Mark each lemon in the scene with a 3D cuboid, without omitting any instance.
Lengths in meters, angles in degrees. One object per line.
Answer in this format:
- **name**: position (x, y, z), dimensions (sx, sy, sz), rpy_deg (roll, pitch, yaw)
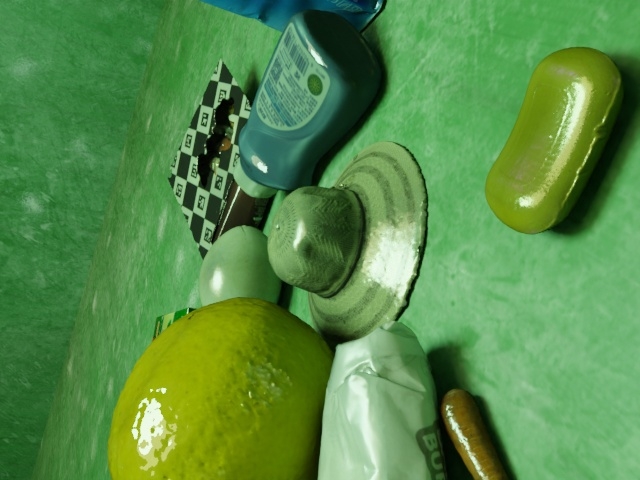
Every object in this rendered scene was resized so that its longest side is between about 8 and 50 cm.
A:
- **lemon**: position (-0.088, 0.182, 0.697), dimensions (0.236, 0.236, 0.263), rpy_deg (-40, 40, 52)

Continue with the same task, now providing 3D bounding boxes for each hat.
- **hat**: position (0.000, 0.000, 0.755), dimensions (0.252, 0.110, 0.252), rpy_deg (-39, 44, 52)

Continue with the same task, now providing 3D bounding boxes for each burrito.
- **burrito**: position (0.052, 0.285, 0.520), dimensions (0.139, 0.101, 0.445), rpy_deg (-42, 43, 49)

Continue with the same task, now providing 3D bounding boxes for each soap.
- **soap**: position (0.170, -0.072, 0.508), dimensions (0.089, 0.045, 0.140), rpy_deg (46, 118, 58)

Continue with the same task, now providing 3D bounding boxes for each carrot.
- **carrot**: position (0.118, 0.155, 0.529), dimensions (0.032, 0.032, 0.093), rpy_deg (-60, 35, 32)

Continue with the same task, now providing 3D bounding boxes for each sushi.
- **sushi**: position (-0.178, -0.145, 1.265), dimensions (0.290, 0.050, 0.264), rpy_deg (-59, 45, 30)

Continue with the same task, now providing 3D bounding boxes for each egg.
- **egg**: position (-0.108, 0.053, 0.948), dimensions (0.114, 0.114, 0.152), rpy_deg (-29, 49, 58)

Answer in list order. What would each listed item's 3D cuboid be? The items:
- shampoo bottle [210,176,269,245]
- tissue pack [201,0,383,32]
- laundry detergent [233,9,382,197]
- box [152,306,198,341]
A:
- **shampoo bottle**: position (-0.127, -0.027, 1.087), dimensions (0.236, 0.068, 0.067), rpy_deg (-67, 26, 16)
- **tissue pack**: position (-0.060, -0.383, 0.880), dimensions (0.146, 0.263, 0.198), rpy_deg (-35, 48, 56)
- **laundry detergent**: position (-0.035, -0.153, 0.913), dimensions (0.143, 0.094, 0.290), rpy_deg (56, 139, 18)
- **box**: position (-0.286, 0.206, 1.336), dimensions (0.235, 0.034, 0.132), rpy_deg (-20, 60, 61)
